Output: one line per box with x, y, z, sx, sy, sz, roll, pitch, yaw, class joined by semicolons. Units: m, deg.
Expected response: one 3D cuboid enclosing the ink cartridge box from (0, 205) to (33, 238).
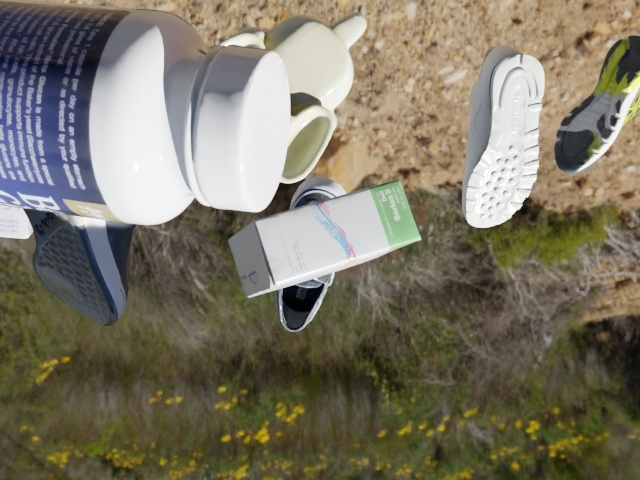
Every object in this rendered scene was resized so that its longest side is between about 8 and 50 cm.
-0.411;-0.073;0.907;0.185;0.311;0.065;5;106;-12;ink cartridge box

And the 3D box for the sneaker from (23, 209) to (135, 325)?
-0.155;-0.038;0.613;0.086;0.163;0.226;28;146;8;sneaker

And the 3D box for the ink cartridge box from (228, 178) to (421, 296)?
0.000;0.000;1.022;0.212;0.093;0.154;-19;177;-20;ink cartridge box

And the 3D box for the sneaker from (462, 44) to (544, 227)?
0.228;-0.132;0.993;0.090;0.095;0.235;2;113;-16;sneaker

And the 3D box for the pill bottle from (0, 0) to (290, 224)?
-0.103;-0.057;0.342;0.169;0.094;0.094;8;140;13;pill bottle

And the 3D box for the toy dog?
-0.101;-0.318;1.576;0.284;0.408;0.395;36;86;-11;toy dog

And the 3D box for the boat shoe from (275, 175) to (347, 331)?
-0.022;0.033;1.274;0.108;0.102;0.301;17;132;0;boat shoe

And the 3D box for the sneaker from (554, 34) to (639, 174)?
0.164;-0.071;0.429;0.035;0.031;0.083;23;102;-50;sneaker
